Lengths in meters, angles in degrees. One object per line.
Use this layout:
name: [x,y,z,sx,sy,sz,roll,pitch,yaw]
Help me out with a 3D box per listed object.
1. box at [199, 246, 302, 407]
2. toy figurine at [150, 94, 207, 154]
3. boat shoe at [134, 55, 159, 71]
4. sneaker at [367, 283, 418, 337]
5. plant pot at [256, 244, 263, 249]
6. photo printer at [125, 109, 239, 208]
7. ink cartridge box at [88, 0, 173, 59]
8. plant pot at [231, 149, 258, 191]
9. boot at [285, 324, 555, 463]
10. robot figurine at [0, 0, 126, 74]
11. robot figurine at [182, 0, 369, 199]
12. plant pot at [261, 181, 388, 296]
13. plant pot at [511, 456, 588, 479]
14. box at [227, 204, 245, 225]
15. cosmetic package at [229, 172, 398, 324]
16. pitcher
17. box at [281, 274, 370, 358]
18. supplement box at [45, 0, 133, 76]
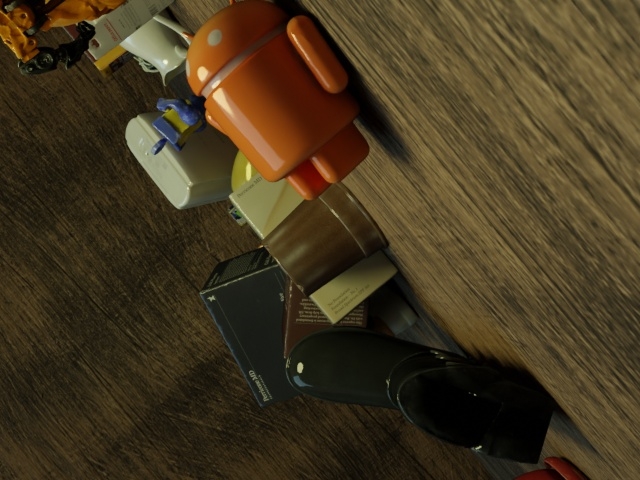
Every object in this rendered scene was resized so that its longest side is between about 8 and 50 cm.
box: [-0.062,0.180,1.783,0.179,0.313,0.343,-73,-40,-68]
toy figurine: [-0.261,-0.240,1.555,0.191,0.217,0.362,51,176,-4]
boat shoe: [-0.424,-0.484,1.890,0.113,0.105,0.306,51,175,-7]
sneaker: [0.118,0.157,1.690,0.106,0.123,0.290,49,177,-12]
plant pot: [-0.037,0.104,1.991,0.291,0.291,0.203,50,-167,1]
photo printer: [-0.275,-0.209,1.787,0.308,0.107,0.256,-17,-119,-47]
ink cartridge box: [-0.352,-0.408,1.290,0.060,0.180,0.104,50,175,8]
plant pot: [-0.134,-0.166,1.620,0.134,0.134,0.095,46,149,46]
boot: [0.122,0.234,1.176,0.445,0.367,0.146,165,109,-89]
robot figurine: [-0.370,-0.372,1.049,0.085,0.291,0.211,46,173,44]
robot figurine: [-0.049,-0.147,0.750,0.219,0.128,0.158,51,176,-7]
plant pot: [0.000,0.000,1.262,0.167,0.165,0.167,49,176,5]
plant pot: [0.384,0.469,1.231,0.191,0.174,0.191,49,175,6]
box: [-0.177,-0.116,2.058,0.054,0.169,0.059,51,175,-16]
cosmetic package: [-0.013,-0.006,1.403,0.309,0.160,0.113,49,175,6]
pitcher: [-0.343,-0.437,1.511,0.207,0.125,0.178,47,149,-14]
box: [0.008,0.130,1.557,0.167,0.169,0.203,-114,29,-76]
supplement box: [-0.469,-0.500,1.634,0.194,0.191,0.129,52,174,-11]
